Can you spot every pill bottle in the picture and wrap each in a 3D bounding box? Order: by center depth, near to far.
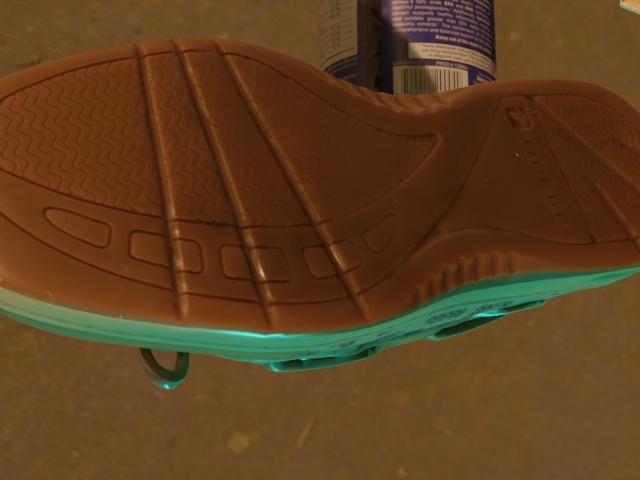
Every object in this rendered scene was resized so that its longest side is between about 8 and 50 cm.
[{"bbox_3d":[0.059,-0.153,1.025,0.123,0.123,0.219,14,71,-47],"label":"pill bottle"}]

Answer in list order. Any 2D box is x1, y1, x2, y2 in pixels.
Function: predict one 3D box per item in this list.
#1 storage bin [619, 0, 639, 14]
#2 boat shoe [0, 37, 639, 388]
[{"bbox_3d":[0.444,-0.305,1.441,0.123,0.262,0.260,-49,153,-25],"label":"storage bin"},{"bbox_3d":[0.000,0.000,0.506,0.285,0.089,0.104,1,63,-33],"label":"boat shoe"}]
